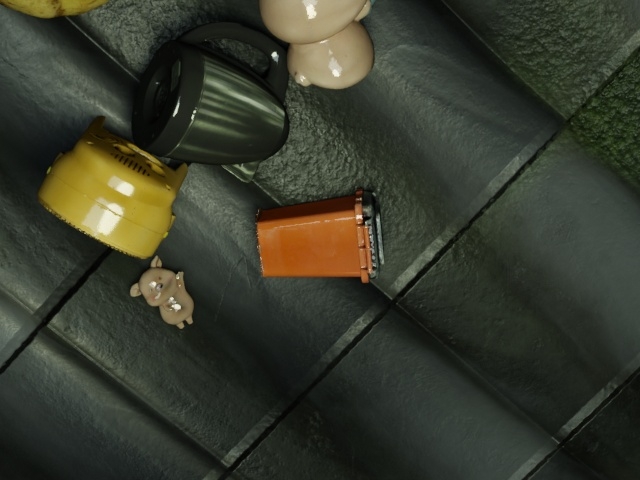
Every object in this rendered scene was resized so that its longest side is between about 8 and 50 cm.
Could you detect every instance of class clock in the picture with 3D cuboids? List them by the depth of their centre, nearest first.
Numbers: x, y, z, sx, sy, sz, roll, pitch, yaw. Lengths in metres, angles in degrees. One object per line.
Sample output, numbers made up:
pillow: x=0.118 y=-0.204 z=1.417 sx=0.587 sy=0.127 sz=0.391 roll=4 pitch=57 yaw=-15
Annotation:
clock: x=-0.369 y=-0.087 z=1.761 sx=0.244 sy=0.317 sz=0.200 roll=27 pitch=96 yaw=-10

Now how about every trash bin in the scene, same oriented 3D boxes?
trash bin: x=0.000 y=0.000 z=1.884 sx=0.239 sy=0.184 sz=0.161 roll=-5 pitch=106 yaw=4

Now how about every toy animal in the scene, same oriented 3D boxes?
toy animal: x=-0.006 y=-0.385 z=1.762 sx=0.229 sy=0.210 sz=0.221 roll=0 pitch=104 yaw=-42
toy animal: x=-0.305 y=0.111 z=1.946 sx=0.089 sy=0.083 sz=0.150 roll=-21 pitch=109 yaw=49

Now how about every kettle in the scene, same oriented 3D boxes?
kettle: x=-0.181 y=-0.244 z=1.808 sx=0.271 sy=0.250 sz=0.207 roll=16 pitch=143 yaw=-31

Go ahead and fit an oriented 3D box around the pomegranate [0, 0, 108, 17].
pomegranate: x=-0.462 y=-0.510 z=1.663 sx=0.281 sy=0.281 sz=0.281 roll=-1 pitch=106 yaw=-4
